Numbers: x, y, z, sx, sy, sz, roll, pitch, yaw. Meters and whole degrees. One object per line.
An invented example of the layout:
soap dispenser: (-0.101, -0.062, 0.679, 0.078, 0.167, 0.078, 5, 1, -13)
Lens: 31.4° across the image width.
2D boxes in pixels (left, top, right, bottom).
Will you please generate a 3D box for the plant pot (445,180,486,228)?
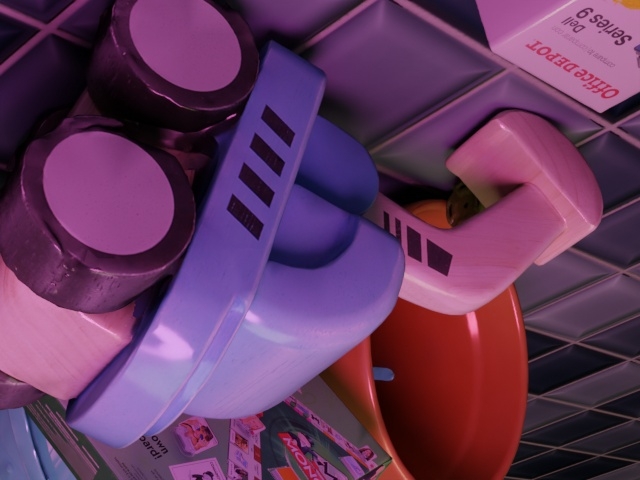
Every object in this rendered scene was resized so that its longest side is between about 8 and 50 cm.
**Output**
plant pot: (0.164, -0.024, 1.079, 0.079, 0.083, 0.083, 16, 144, -33)

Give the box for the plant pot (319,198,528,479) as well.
plant pot: (0.049, 0.115, 1.124, 0.203, 0.290, 0.291, -8, 161, 38)

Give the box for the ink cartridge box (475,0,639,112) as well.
ink cartridge box: (0.225, -0.188, 0.750, 0.212, 0.093, 0.154, -27, 151, 34)

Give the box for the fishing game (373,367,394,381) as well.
fishing game: (0.004, 0.175, 1.469, 0.264, 0.041, 0.189, 1, 153, -6)

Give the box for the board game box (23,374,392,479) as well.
board game box: (-0.120, 0.102, 0.880, 0.213, 0.317, 0.046, -20, 150, -46)

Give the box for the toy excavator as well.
toy excavator: (0.000, 0.000, 0.853, 0.445, 0.433, 0.222, 32, 138, -16)

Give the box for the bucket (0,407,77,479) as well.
bucket: (-0.171, 0.137, 1.003, 0.281, 0.281, 0.183, 7, 133, -33)
